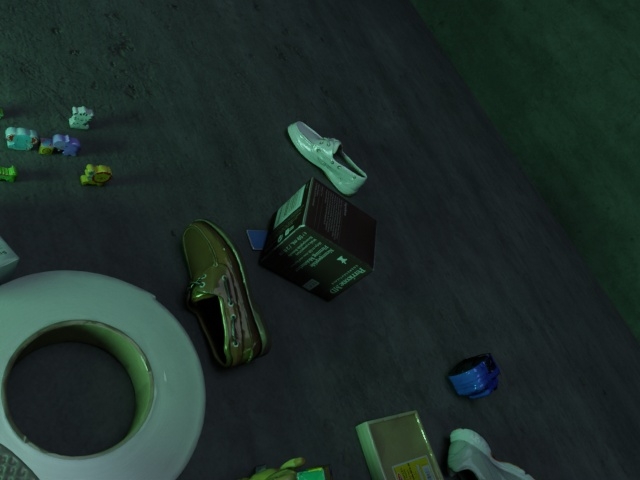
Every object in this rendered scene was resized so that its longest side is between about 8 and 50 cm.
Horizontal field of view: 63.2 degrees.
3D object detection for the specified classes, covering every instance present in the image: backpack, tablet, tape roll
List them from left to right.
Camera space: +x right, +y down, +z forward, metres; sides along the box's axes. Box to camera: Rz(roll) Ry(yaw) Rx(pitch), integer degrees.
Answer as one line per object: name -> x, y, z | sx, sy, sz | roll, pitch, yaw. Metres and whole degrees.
tape roll -> -0.360, 0.226, 0.771 | 0.392, 0.072, 0.392 | 24, 45, -26
tablet -> -0.133, -0.001, 1.221 | 0.083, 0.006, 0.054 | 2, 56, -42
backpack -> 0.397, 0.352, 1.332 | 0.120, 0.098, 0.101 | -12, 70, -48

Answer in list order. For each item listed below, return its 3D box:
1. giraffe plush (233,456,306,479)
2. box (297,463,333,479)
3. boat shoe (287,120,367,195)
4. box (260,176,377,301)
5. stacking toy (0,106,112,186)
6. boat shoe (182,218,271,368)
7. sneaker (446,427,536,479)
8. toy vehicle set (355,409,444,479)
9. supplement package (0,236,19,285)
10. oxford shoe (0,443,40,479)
giraffe plush -> -0.084, 0.448, 0.789 | 0.210, 0.181, 0.170 | 38, 33, -75
box -> 0.002, 0.397, 0.785 | 0.043, 0.179, 0.105 | -12, 67, 3
boat shoe -> 0.027, -0.258, 1.514 | 0.277, 0.096, 0.098 | 43, 39, -4
box -> 0.000, 0.000, 1.206 | 0.203, 0.168, 0.167 | 32, 41, -22
stacking toy -> -0.525, -0.188, 0.987 | 0.221, 0.052, 0.167 | -1, 58, -42
boat shoe -> -0.201, 0.093, 0.996 | 0.104, 0.111, 0.307 | -12, 66, -48
sneaker -> 0.383, 0.550, 1.166 | 0.262, 0.099, 0.121 | 38, 46, 1
toy vehicle set -> 0.183, 0.494, 1.063 | 0.166, 0.035, 0.267 | 5, 54, -40
supplement package -> -0.550, 0.007, 0.755 | 0.179, 0.105, 0.105 | 49, 39, 2
oxford shoe -> -0.329, 0.424, 0.553 | 0.169, 0.130, 0.449 | -27, 86, -54
